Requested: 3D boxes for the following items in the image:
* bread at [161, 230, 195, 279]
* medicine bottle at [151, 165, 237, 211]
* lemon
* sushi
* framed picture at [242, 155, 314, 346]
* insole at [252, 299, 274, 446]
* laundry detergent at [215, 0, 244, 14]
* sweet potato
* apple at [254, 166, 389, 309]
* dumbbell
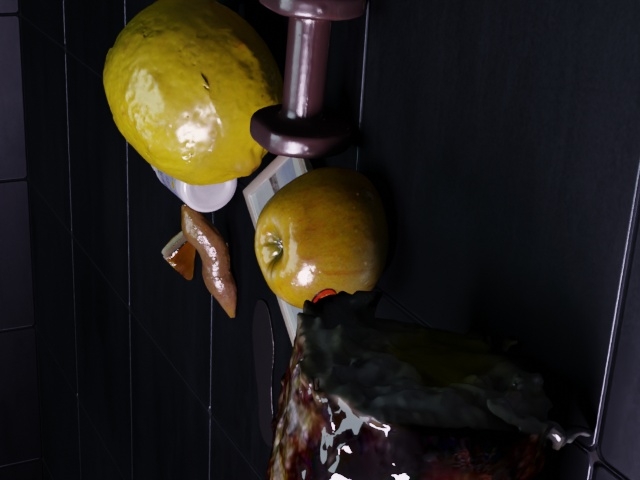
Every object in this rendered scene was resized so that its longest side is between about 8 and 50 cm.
[{"bbox_3d":[-0.266,0.024,2.018,0.043,0.062,0.109,49,136,49],"label":"bread"},{"bbox_3d":[-0.222,-0.124,1.838,0.186,0.102,0.103,36,129,55],"label":"medicine bottle"},{"bbox_3d":[-0.181,-0.217,1.564,0.260,0.260,0.284,135,127,-58],"label":"lemon"},{"bbox_3d":[0.082,0.240,1.113,0.299,0.281,0.294,-133,53,-59],"label":"sushi"},{"bbox_3d":[-0.028,0.023,1.557,0.213,0.016,0.289,-37,69,59],"label":"framed picture"},{"bbox_3d":[-0.093,0.220,1.785,0.086,0.005,0.253,22,116,62],"label":"insole"},{"bbox_3d":[-0.151,-0.427,1.643,0.144,0.078,0.222,-145,50,-58],"label":"laundry detergent"},{"bbox_3d":[-0.181,0.034,1.835,0.065,0.051,0.218,-13,106,33],"label":"sweet potato"},{"bbox_3d":[0.000,0.000,1.365,0.182,0.155,0.183,172,90,-66],"label":"apple"},{"bbox_3d":[-0.018,-0.225,1.373,0.140,0.124,0.226,41,132,52],"label":"dumbbell"}]
